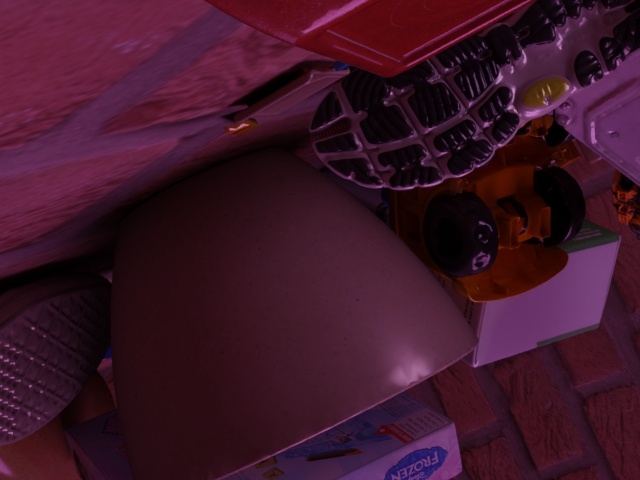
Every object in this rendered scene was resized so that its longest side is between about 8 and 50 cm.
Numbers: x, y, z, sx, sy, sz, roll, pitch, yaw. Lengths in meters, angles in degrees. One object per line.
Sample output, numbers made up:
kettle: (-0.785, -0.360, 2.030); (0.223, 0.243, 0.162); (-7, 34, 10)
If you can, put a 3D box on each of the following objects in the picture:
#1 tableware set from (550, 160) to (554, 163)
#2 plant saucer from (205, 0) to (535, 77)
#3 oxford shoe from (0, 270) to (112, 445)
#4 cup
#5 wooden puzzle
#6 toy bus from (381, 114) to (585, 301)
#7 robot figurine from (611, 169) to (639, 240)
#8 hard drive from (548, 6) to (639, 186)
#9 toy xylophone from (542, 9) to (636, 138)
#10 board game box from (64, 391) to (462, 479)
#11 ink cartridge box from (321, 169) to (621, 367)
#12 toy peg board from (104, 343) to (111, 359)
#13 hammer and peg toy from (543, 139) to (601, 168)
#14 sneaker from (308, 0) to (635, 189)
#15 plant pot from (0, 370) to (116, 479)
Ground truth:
tableware set: (0.340, -0.161, 1.852); (0.128, 0.039, 0.194); (-43, -164, 2)
plant saucer: (0.092, -0.155, 0.576); (0.259, 0.048, 0.258); (-26, 176, 16)
oxford shoe: (-0.349, 0.127, 1.047); (0.130, 0.169, 0.449); (21, -151, 24)
cup: (-0.056, 0.056, 1.040); (0.331, 0.237, 0.331); (-25, 176, -2)
wooden puzzle: (-0.021, -0.103, 0.798); (0.116, 0.014, 0.078); (-27, 180, 19)
toy bus: (0.131, -0.078, 1.100); (0.149, 0.220, 0.211); (-16, -156, -32)
robot figurine: (0.474, -0.139, 1.572); (0.291, 0.085, 0.211); (-62, 156, -14)
hard drive: (0.387, -0.081, 0.958); (0.237, 0.339, 0.064); (-32, -151, 51)
toy xylophone: (0.298, -0.182, 1.257); (0.322, 0.081, 0.236); (-22, 174, -43)
board game box: (-0.071, 0.223, 1.223); (0.318, 0.066, 0.318); (-21, -157, -23)
ink cartridge box: (0.154, 0.009, 1.309); (0.211, 0.122, 0.289); (-12, -151, -36)
toy peg board: (-0.258, 0.135, 1.703); (0.160, 0.079, 0.161); (-30, -172, -40)
hammer and peg toy: (0.295, -0.131, 1.581); (0.266, 0.127, 0.361); (-28, 176, 28)
sneaker: (0.116, -0.112, 0.903); (0.279, 0.107, 0.118); (-24, -179, -14)
plant pot: (-0.379, 0.203, 1.305); (0.237, 0.237, 0.254); (-25, 161, -1)
